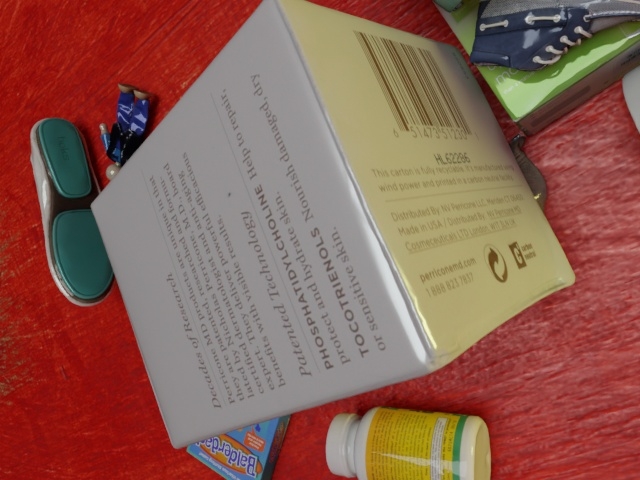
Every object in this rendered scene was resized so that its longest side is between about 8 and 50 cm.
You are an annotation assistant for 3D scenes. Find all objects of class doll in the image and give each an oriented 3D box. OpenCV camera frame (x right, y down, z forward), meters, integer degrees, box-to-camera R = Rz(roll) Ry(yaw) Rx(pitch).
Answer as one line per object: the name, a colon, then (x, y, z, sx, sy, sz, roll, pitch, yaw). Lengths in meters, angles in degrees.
doll: (-0.378, -0.202, 1.036, 0.129, 0.046, 0.188, 25, 109, 16)

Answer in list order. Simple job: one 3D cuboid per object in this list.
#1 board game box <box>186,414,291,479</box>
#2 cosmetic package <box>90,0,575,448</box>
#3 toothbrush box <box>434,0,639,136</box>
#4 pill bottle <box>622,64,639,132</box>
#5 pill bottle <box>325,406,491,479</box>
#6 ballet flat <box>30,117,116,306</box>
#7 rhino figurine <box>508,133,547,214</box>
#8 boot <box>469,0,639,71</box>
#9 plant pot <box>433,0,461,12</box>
board game box: (-0.135, 0.303, 0.919, 0.160, 0.047, 0.210, 21, 102, 26)
cosmetic package: (0.000, 0.000, 0.636, 0.394, 0.330, 0.327, -32, 76, 41)
toothbrush box: (0.259, -0.305, 0.650, 0.206, 0.122, 0.283, -33, 75, 25)
pill bottle: (0.465, -0.186, 0.484, 0.319, 0.176, 0.176, -31, 77, 45)
pill bottle: (0.119, 0.294, 0.744, 0.209, 0.118, 0.117, -4, 90, 28)
ballet flat: (-0.499, -0.049, 1.074, 0.139, 0.139, 0.399, -25, 76, 26)
rhino figurine: (0.238, -0.045, 0.693, 0.106, 0.073, 0.243, -10, 89, 34)
boot: (0.252, -0.216, 0.556, 0.190, 0.069, 0.086, 18, 108, 35)
plant pot: (0.126, -0.356, 0.517, 0.196, 0.293, 0.293, 43, 112, -7)
